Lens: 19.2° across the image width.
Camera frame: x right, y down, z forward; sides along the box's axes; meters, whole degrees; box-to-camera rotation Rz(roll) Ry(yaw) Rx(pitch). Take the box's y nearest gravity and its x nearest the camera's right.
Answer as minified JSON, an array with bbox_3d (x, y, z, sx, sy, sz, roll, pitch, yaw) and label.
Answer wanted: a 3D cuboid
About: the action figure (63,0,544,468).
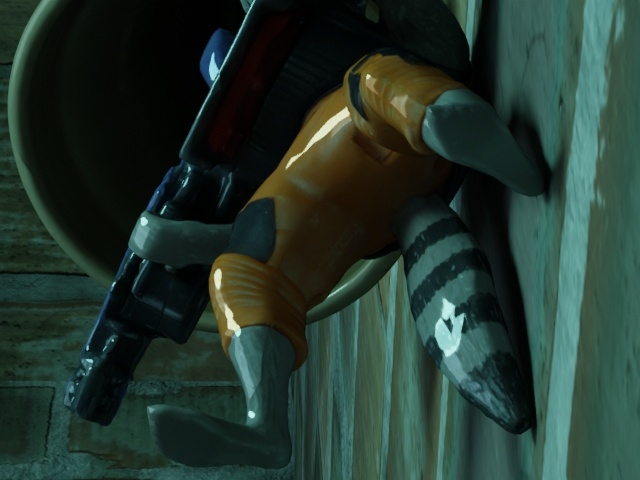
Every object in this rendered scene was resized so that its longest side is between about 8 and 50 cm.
[{"bbox_3d":[0.000,0.000,0.927,0.341,0.179,0.330,-61,9,23],"label":"action figure"}]

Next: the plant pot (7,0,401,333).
[{"bbox_3d":[-0.035,-0.102,1.201,0.229,0.263,0.263,-57,-28,-62],"label":"plant pot"}]
